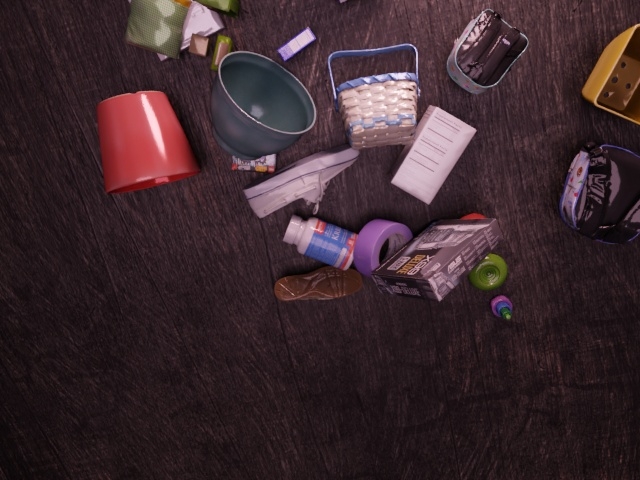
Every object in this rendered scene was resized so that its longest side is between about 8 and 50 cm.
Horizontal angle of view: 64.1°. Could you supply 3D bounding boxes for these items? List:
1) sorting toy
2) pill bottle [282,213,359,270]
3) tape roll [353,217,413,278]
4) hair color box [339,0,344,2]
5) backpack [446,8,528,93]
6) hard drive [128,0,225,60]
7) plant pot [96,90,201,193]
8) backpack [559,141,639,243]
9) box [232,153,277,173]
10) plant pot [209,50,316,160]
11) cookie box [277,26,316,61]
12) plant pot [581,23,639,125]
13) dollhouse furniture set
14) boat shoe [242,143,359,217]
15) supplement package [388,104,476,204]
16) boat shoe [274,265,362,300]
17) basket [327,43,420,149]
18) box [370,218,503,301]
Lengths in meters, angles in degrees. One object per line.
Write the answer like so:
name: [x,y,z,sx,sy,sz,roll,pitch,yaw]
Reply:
sorting toy: [0.532,0.097,1.604,0.127,0.126,0.365,-22,105,9]
pill bottle: [0.000,0.000,1.594,0.221,0.124,0.124,21,107,-6]
tape roll: [0.195,0.031,1.565,0.189,0.080,0.189,-14,112,-36]
hair color box: [0.065,-0.790,1.254,0.185,0.110,0.339,-24,141,9]
backpack: [0.439,-0.502,1.397,0.166,0.144,0.188,35,83,-10]
hard drive: [-0.435,-0.701,1.429,0.210,0.040,0.319,-24,106,10]
plant pot: [-0.508,-0.281,1.465,0.275,0.275,0.243,-13,97,6]
backpack: [0.826,-0.130,1.475,0.276,0.213,0.263,18,100,3]
box: [-0.202,-0.258,1.570,0.137,0.027,0.094,4,109,1]
plant pot: [-0.187,-0.350,1.430,0.293,0.293,0.196,38,133,-9]
cookie box: [-0.066,-0.551,1.437,0.107,0.092,0.040,-32,107,11]
plant pot: [0.844,-0.434,1.386,0.212,0.187,0.212,22,107,-4]
dollhouse furniture set: [-0.389,-0.587,1.363,0.301,0.151,0.197,17,108,-3]
boat shoe: [-0.038,-0.158,1.532,0.367,0.136,0.156,-24,109,2]
supplement package: [0.319,-0.253,1.491,0.134,0.139,0.244,29,107,-5]
boat shoe: [-0.006,0.142,1.670,0.285,0.089,0.105,-5,82,1]
basket: [0.153,-0.409,1.432,0.254,0.201,0.289,-4,80,6]
box: [0.331,0.048,1.463,0.307,0.242,0.076,-37,109,-26]
